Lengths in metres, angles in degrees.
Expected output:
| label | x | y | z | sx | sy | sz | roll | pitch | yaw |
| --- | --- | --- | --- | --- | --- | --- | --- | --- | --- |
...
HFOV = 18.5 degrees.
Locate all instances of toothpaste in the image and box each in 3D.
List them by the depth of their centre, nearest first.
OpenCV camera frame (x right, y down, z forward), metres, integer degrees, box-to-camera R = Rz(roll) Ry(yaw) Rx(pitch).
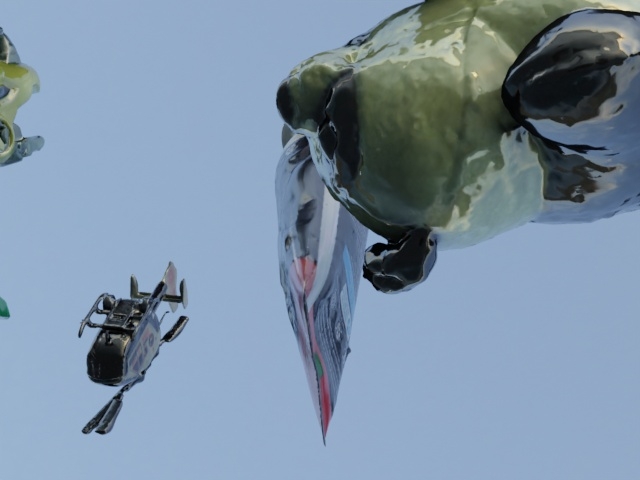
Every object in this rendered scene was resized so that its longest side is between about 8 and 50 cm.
| label | x | y | z | sx | sy | sz | roll | pitch | yaw |
| --- | --- | --- | --- | --- | --- | --- | --- | --- | --- |
| toothpaste | 0.000 | 0.000 | 0.835 | 0.045 | 0.193 | 0.071 | -4 | -57 | 5 |

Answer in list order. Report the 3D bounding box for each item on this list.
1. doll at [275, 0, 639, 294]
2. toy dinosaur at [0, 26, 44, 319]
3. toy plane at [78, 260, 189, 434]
| label | x | y | z | sx | sy | sz | roll | pitch | yaw |
| --- | --- | --- | --- | --- | --- | --- | --- | --- | --- |
| doll | 0.101 | -0.070 | 0.748 | 0.135 | 0.234 | 0.143 | 86 | -22 | -43 |
| toy dinosaur | -0.232 | -0.037 | 0.936 | 0.094 | 0.259 | 0.153 | -9 | -98 | 41 |
| toy plane | -0.093 | 0.046 | 0.992 | 0.031 | 0.121 | 0.049 | 5 | -55 | 17 |
